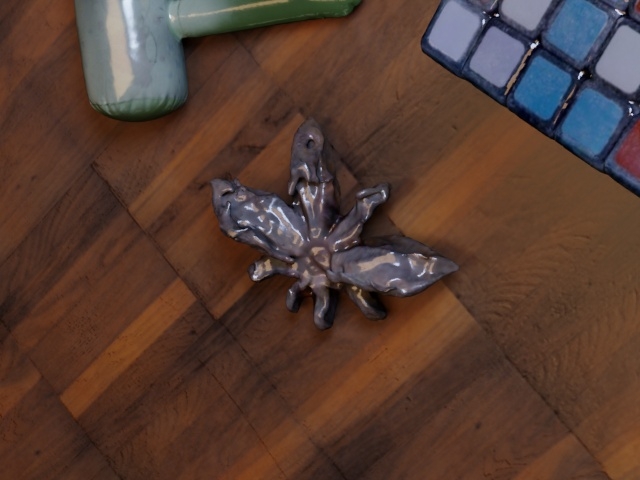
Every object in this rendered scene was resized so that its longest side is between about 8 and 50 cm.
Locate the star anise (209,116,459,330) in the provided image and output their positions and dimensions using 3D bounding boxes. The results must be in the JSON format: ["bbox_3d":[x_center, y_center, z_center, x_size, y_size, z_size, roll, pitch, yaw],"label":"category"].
[{"bbox_3d":[-0.004,-0.003,1.392,0.198,0.110,0.257,-44,85,23],"label":"star anise"}]

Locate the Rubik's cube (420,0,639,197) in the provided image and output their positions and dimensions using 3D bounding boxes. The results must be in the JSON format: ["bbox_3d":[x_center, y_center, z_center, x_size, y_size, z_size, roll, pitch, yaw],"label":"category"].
[{"bbox_3d":[0.317,-0.199,1.084,0.287,0.292,0.293,42,110,35],"label":"Rubik's cube"}]

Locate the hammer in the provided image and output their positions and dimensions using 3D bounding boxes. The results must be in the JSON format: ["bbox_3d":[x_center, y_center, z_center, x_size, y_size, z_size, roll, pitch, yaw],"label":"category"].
[{"bbox_3d":[-0.114,-0.250,1.414,0.336,0.119,0.206,-7,96,18],"label":"hammer"}]
